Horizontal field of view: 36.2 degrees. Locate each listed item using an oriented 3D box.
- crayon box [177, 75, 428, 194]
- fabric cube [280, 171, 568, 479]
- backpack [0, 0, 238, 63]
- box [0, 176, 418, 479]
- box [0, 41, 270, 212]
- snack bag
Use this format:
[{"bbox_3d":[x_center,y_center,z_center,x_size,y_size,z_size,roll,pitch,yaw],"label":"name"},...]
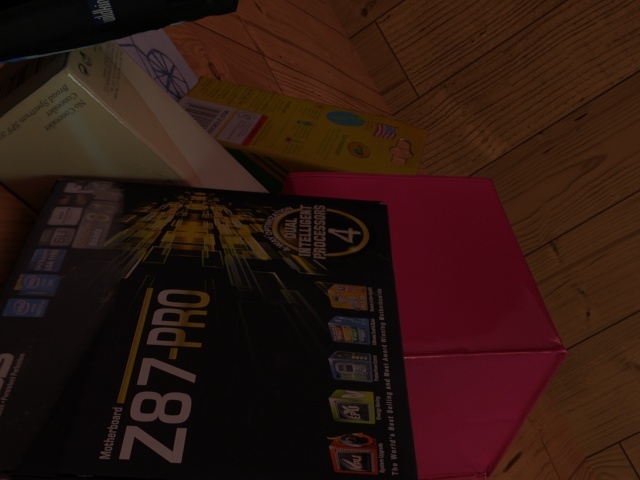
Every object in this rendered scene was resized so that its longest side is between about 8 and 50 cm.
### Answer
[{"bbox_3d":[-0.033,-0.110,1.243,0.318,0.081,0.202,13,29,6],"label":"crayon box"},{"bbox_3d":[0.080,0.103,1.102,0.254,0.259,0.258,0,47,-18],"label":"fabric cube"},{"bbox_3d":[-0.280,-0.264,0.786,0.273,0.355,0.290,61,-4,21],"label":"backpack"},{"bbox_3d":[-0.095,0.087,0.783,0.395,0.318,0.097,-88,-179,-58],"label":"box"},{"bbox_3d":[-0.191,-0.066,1.003,0.311,0.148,0.121,43,25,-34],"label":"box"},{"bbox_3d":[-0.286,-0.282,1.275,0.342,0.037,0.323,55,18,-8],"label":"snack bag"}]
